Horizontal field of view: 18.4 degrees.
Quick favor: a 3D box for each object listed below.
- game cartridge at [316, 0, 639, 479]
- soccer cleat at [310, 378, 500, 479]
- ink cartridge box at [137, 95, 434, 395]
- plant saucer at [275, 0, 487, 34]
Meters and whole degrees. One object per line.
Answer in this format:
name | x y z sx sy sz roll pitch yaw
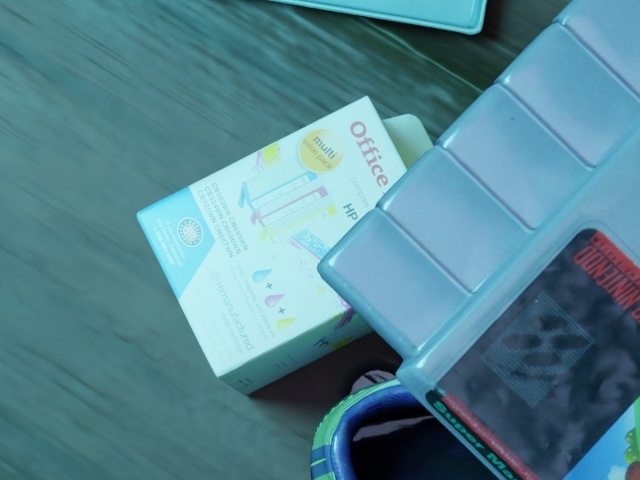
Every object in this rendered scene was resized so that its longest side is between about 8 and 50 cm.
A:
game cartridge | 0.197 0.060 0.840 0.355 0.068 0.230 44 79 1
soccer cleat | 0.138 0.096 0.915 0.289 0.121 0.093 -7 79 5
ink cartridge box | 0.000 0.000 0.964 0.143 0.090 0.092 -28 78 2
plant saucer | -0.005 -0.152 1.029 0.192 0.018 0.067 10 81 7
